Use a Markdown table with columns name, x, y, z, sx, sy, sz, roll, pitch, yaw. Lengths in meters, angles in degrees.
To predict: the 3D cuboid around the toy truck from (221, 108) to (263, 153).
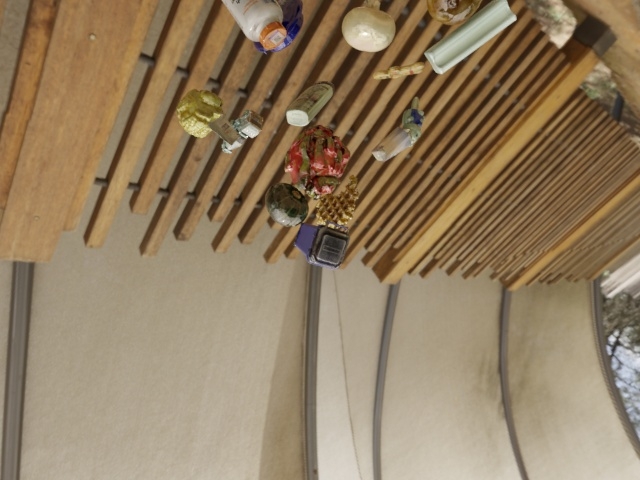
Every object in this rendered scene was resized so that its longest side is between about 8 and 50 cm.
| name | x | y | z | sx | sy | sz | roll | pitch | yaw |
| --- | --- | --- | --- | --- | --- | --- | --- | --- | --- |
| toy truck | -0.416 | -0.561 | 2.281 | 0.108 | 0.256 | 0.140 | 27 | -127 | -43 |

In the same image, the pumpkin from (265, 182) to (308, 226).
| name | x | y | z | sx | sy | sz | roll | pitch | yaw |
| --- | --- | --- | --- | --- | --- | --- | --- | --- | --- |
| pumpkin | -0.117 | -0.124 | 1.539 | 0.167 | 0.125 | 0.167 | 35 | -163 | -12 |

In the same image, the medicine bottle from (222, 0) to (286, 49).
| name | x | y | z | sx | sy | sz | roll | pitch | yaw |
| --- | --- | --- | --- | --- | --- | --- | --- | --- | --- |
| medicine bottle | -0.235 | -0.821 | 1.546 | 0.289 | 0.157 | 0.157 | 56 | -149 | 8 |

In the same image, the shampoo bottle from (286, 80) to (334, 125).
| name | x | y | z | sx | sy | sz | roll | pitch | yaw |
| --- | --- | --- | --- | --- | --- | --- | --- | --- | --- |
| shampoo bottle | -0.049 | -0.634 | 1.996 | 0.134 | 0.078 | 0.360 | 8 | -139 | 19 |

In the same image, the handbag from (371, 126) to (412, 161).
| name | x | y | z | sx | sy | sz | roll | pitch | yaw |
| --- | --- | --- | --- | --- | --- | --- | --- | --- | --- |
| handbag | 0.306 | -0.401 | 1.830 | 0.095 | 0.173 | 0.117 | 50 | -177 | -14 |

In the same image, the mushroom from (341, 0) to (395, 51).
| name | x | y | z | sx | sy | sz | roll | pitch | yaw |
| --- | --- | --- | --- | --- | --- | --- | --- | --- | --- |
| mushroom | 0.215 | -0.964 | 1.954 | 0.245 | 0.203 | 0.246 | 9 | -168 | -2 |

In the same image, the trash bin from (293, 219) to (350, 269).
| name | x | y | z | sx | sy | sz | roll | pitch | yaw |
| --- | --- | --- | --- | --- | --- | --- | --- | --- | --- |
| trash bin | 0.000 | 0.000 | 1.792 | 0.162 | 0.184 | 0.234 | 18 | -176 | -27 |

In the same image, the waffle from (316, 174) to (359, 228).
| name | x | y | z | sx | sy | sz | roll | pitch | yaw |
| --- | --- | --- | --- | --- | --- | --- | --- | --- | --- |
| waffle | 0.088 | -0.177 | 2.206 | 0.069 | 0.292 | 0.260 | 18 | -110 | -36 |

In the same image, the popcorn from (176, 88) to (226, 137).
| name | x | y | z | sx | sy | sz | roll | pitch | yaw |
| --- | --- | --- | --- | --- | --- | --- | --- | --- | --- |
| popcorn | -0.581 | -0.613 | 2.118 | 0.195 | 0.254 | 0.256 | 63 | -163 | -47 |

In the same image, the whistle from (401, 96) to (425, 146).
| name | x | y | z | sx | sy | sz | roll | pitch | yaw |
| --- | --- | --- | --- | --- | --- | --- | --- | --- | --- |
| whistle | 0.412 | -0.526 | 1.944 | 0.092 | 0.245 | 0.110 | 6 | 162 | 27 |

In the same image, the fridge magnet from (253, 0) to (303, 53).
| name | x | y | z | sx | sy | sz | roll | pitch | yaw |
| --- | --- | --- | --- | --- | --- | --- | --- | --- | --- |
| fridge magnet | -0.170 | -0.879 | 1.781 | 0.112 | 0.265 | 0.266 | 29 | -154 | -43 |

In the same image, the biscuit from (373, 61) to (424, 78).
| name | x | y | z | sx | sy | sz | roll | pitch | yaw |
| --- | --- | --- | --- | --- | --- | --- | --- | --- | --- |
| biscuit | 0.363 | -0.785 | 2.042 | 0.153 | 0.234 | 0.030 | -25 | -71 | -78 |

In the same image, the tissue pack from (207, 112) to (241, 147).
| name | x | y | z | sx | sy | sz | roll | pitch | yaw |
| --- | --- | --- | --- | --- | --- | --- | --- | --- | --- |
| tissue pack | -0.376 | -0.435 | 1.730 | 0.123 | 0.026 | 0.193 | 50 | -161 | -20 |

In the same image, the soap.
| name | x | y | z | sx | sy | sz | roll | pitch | yaw |
| --- | --- | --- | --- | --- | --- | --- | --- | --- | --- |
| soap | 0.482 | -0.665 | 1.434 | 0.088 | 0.265 | 0.160 | 51 | -161 | -14 |

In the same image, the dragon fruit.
| name | x | y | z | sx | sy | sz | roll | pitch | yaw |
| --- | --- | --- | --- | --- | --- | --- | --- | --- | --- |
| dragon fruit | -0.015 | -0.297 | 1.664 | 0.231 | 0.237 | 0.303 | 36 | -131 | -23 |

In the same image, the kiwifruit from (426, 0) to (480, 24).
| name | x | y | z | sx | sy | sz | roll | pitch | yaw |
| --- | --- | --- | --- | --- | --- | --- | --- | --- | --- |
| kiwifruit | 0.475 | -0.867 | 1.543 | 0.195 | 0.196 | 0.234 | 31 | -137 | -12 |
